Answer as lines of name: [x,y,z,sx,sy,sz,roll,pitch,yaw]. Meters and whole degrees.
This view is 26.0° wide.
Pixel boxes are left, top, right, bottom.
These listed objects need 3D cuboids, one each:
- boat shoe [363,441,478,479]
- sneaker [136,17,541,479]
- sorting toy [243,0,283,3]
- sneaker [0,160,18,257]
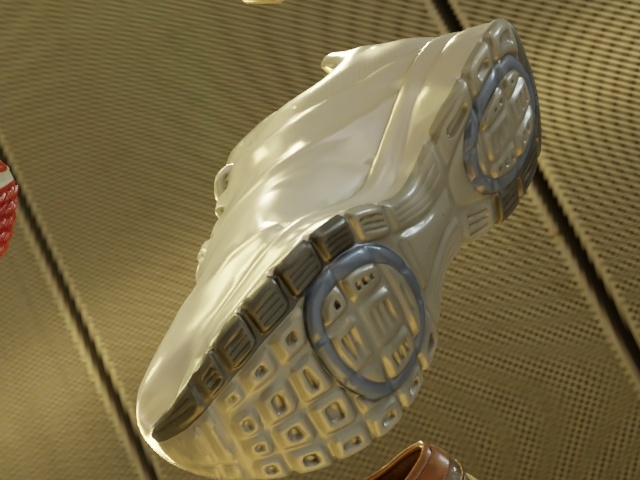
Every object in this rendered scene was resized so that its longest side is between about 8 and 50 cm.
boat shoe: [0.005,0.169,0.753,0.178,0.064,0.060,-35,-64,9]
sneaker: [0.000,0.000,0.663,0.129,0.297,0.111,4,-52,34]
sorting toy: [0.023,-0.304,0.789,0.089,0.257,0.255,6,-52,22]
sneaker: [-0.165,-0.033,0.500,0.067,0.175,0.064,5,-117,7]
